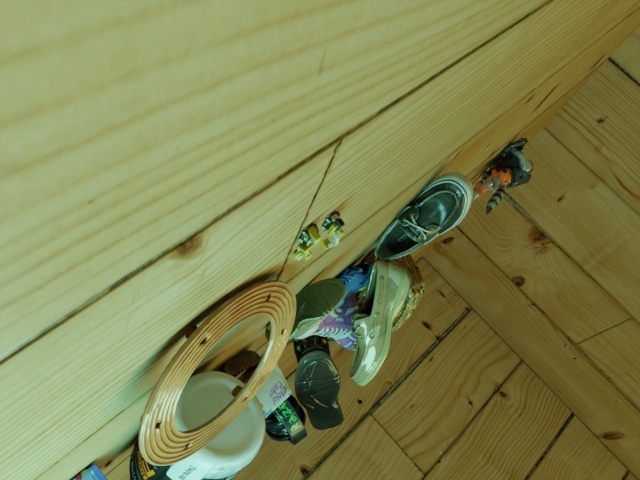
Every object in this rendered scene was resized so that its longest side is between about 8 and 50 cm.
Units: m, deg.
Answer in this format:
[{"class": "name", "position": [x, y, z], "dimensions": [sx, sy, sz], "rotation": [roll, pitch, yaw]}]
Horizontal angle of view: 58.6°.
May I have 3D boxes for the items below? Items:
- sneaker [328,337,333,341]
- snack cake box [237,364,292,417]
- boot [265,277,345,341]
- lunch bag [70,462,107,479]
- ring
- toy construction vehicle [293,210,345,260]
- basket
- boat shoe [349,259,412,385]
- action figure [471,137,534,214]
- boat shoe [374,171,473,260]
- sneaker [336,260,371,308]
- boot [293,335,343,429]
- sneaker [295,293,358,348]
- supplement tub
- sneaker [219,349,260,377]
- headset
[{"class": "sneaker", "position": [0.021, 0.313, 1.987], "dimensions": [0.275, 0.110, 0.107], "rotation": [-46, 169, 20]}, {"class": "snack cake box", "position": [-0.209, 0.387, 1.317], "dimensions": [0.264, 0.089, 0.152], "rotation": [-32, 177, 37]}, {"class": "boot", "position": [-0.018, 0.156, 1.316], "dimensions": [0.213, 0.077, 0.165], "rotation": [-40, 170, 12]}, {"class": "lunch bag", "position": [-0.406, 0.587, 0.983], "dimensions": [0.221, 0.293, 0.138], "rotation": [-35, 167, -39]}, {"class": "ring", "position": [-0.155, 0.203, 0.898], "dimensions": [0.336, 0.032, 0.337], "rotation": [-46, 155, -29]}, {"class": "toy construction vehicle", "position": [0.000, 0.000, 0.873], "dimensions": [0.085, 0.035, 0.098], "rotation": [-36, 168, -32]}, {"class": "basket", "position": [0.179, 0.176, 1.742], "dimensions": [0.299, 0.213, 0.223], "rotation": [-47, 168, 23]}, {"class": "boat shoe", "position": [0.133, 0.219, 1.524], "dimensions": [0.121, 0.110, 0.342], "rotation": [-147, -104, -75]}, {"class": "action figure", "position": [0.701, -0.222, 2.229], "dimensions": [0.330, 0.179, 0.341], "rotation": [-28, 163, -21]}, {"class": "boat shoe", "position": [0.253, -0.036, 1.426], "dimensions": [0.119, 0.121, 0.335], "rotation": [-40, 172, -41]}, {"class": "sneaker", "position": [0.063, 0.111, 1.498], "dimensions": [0.209, 0.069, 0.082], "rotation": [-28, 140, -44]}, {"class": "boot", "position": [-0.018, 0.383, 1.788], "dimensions": [0.138, 0.284, 0.378], "rotation": [-15, 133, 0]}, {"class": "sneaker", "position": [0.033, 0.235, 1.537], "dimensions": [0.102, 0.161, 0.282], "rotation": [-20, -175, 38]}, {"class": "supplement tub", "position": [-0.256, 0.411, 1.122], "dimensions": [0.193, 0.193, 0.316], "rotation": [-30, 163, -51]}, {"class": "sneaker", "position": [-0.191, 0.295, 1.312], "dimensions": [0.067, 0.042, 0.118], "rotation": [-52, 159, 25]}, {"class": "headset", "position": [-0.170, 0.498, 1.714], "dimensions": [0.185, 0.244, 0.394], "rotation": [-33, -177, -16]}]
